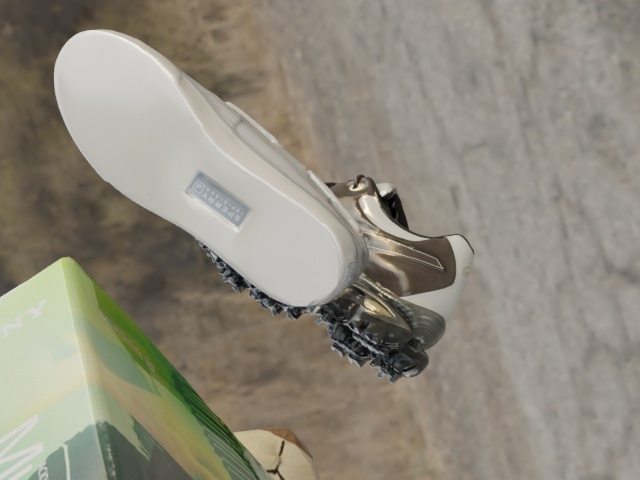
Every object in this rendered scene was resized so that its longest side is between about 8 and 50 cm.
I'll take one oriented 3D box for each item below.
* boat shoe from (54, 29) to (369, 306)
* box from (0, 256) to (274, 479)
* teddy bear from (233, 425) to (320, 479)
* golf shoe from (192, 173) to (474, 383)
[{"bbox_3d":[-0.050,-0.039,0.825,0.184,0.066,0.063,34,-164,13],"label":"boat shoe"},{"bbox_3d":[-0.001,0.174,0.433,0.232,0.058,0.322,53,-174,-36],"label":"box"},{"bbox_3d":[-0.042,0.188,0.740,0.338,0.245,0.113,-53,-25,-61],"label":"teddy bear"},{"bbox_3d":[0.000,0.000,0.946,0.198,0.094,0.077,31,164,29],"label":"golf shoe"}]
